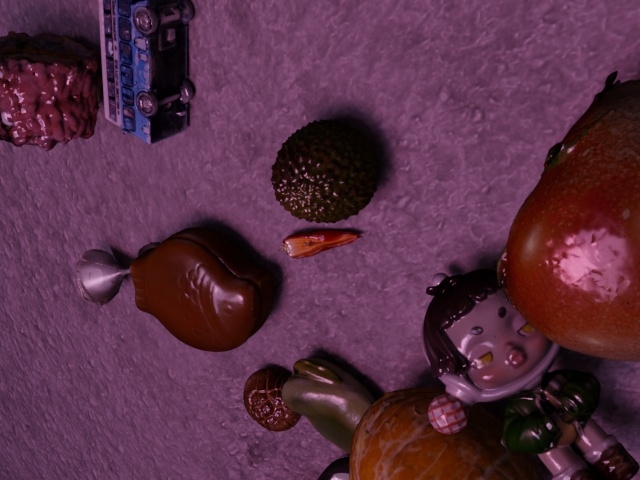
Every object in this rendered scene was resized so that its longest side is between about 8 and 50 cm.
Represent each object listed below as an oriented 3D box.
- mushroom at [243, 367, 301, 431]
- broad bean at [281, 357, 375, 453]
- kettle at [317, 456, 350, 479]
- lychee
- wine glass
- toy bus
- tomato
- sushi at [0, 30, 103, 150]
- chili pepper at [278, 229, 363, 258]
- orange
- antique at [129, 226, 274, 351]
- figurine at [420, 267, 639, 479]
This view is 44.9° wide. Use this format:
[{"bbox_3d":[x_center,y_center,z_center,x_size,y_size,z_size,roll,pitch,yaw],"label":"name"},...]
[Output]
[{"bbox_3d":[-0.092,0.307,1.489,0.126,0.085,0.109,25,127,16],"label":"mushroom"},{"bbox_3d":[0.033,0.299,1.393,0.228,0.100,0.169,49,143,-14],"label":"broad bean"},{"bbox_3d":[0.095,0.501,1.413,0.236,0.161,0.221,38,137,16],"label":"kettle"},{"bbox_3d":[0.005,-0.097,1.128,0.171,0.171,0.171,18,125,28],"label":"lychee"},{"bbox_3d":[-0.389,0.060,1.556,0.182,0.122,0.122,-12,108,34],"label":"wine glass"},{"bbox_3d":[-0.284,-0.317,1.256,0.131,0.106,0.297,25,126,26],"label":"toy bus"},{"bbox_3d":[0.348,-0.013,0.839,0.239,0.303,0.304,32,130,20],"label":"tomato"},{"bbox_3d":[-0.493,-0.263,1.358,0.270,0.236,0.171,25,124,42],"label":"sushi"},{"bbox_3d":[0.000,0.000,1.281,0.178,0.027,0.045,-11,112,40],"label":"chili pepper"},{"bbox_3d":[0.192,0.375,1.185,0.329,0.249,0.329,41,156,23],"label":"orange"},{"bbox_3d":[-0.209,0.086,1.407,0.278,0.129,0.224,5,115,29],"label":"antique"},{"bbox_3d":[0.277,0.187,1.069,0.370,0.281,0.167,52,176,11],"label":"figurine"}]
